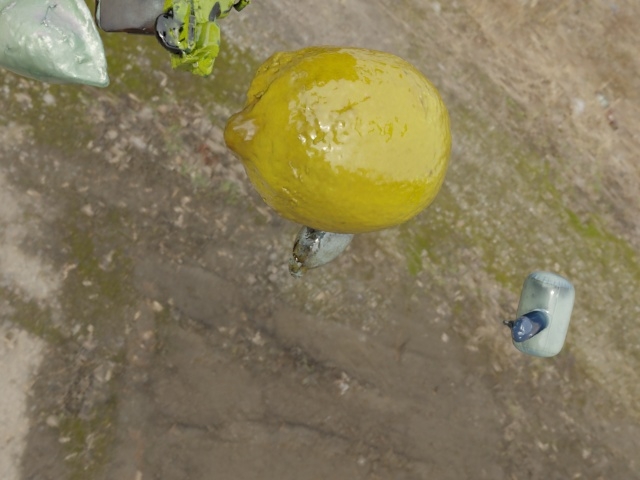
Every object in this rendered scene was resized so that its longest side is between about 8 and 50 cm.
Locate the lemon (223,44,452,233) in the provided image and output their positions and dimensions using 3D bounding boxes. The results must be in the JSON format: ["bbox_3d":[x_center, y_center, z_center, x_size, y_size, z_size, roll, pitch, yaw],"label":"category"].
[{"bbox_3d":[0.029,-0.130,1.031,0.320,0.245,0.245,3,51,-26],"label":"lemon"}]

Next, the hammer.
[{"bbox_3d":[0.271,0.100,1.009,0.070,0.116,0.194,15,8,25],"label":"hammer"}]

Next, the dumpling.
[{"bbox_3d":[-0.401,-0.298,1.165,0.217,0.149,0.104,22,50,7],"label":"dumpling"}]

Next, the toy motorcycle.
[{"bbox_3d":[-0.251,-0.510,1.713,0.206,0.142,0.342,21,62,-28],"label":"toy motorcycle"}]

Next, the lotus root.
[{"bbox_3d":[0.001,0.000,1.424,0.088,0.165,0.088,42,-6,6],"label":"lotus root"}]

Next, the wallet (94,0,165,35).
[{"bbox_3d":[-0.434,-0.567,1.930,0.255,0.137,0.031,-12,32,-44],"label":"wallet"}]
